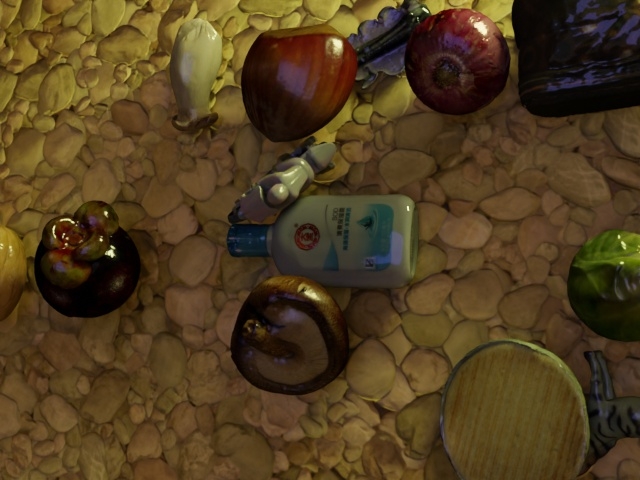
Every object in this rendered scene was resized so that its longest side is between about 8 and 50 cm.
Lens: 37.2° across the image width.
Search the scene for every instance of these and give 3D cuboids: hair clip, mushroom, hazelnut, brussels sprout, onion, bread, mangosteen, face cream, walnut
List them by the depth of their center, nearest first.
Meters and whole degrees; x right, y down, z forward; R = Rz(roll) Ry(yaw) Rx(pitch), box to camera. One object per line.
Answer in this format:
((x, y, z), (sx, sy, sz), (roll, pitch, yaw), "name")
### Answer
((0.461, 0.070, 1.425), (0.181, 0.144, 0.161), (-2, 71, 56), "brussels sprout")
((0.300, 0.282, 1.474), (0.267, 0.040, 0.267), (-8, 78, 41), "bread")
((0.224, -0.294, 1.568), (0.177, 0.153, 0.177), (1, 97, 10), "onion")
((-0.047, 0.154, 1.605), (0.231, 0.194, 0.138), (-53, 24, 33), "mushroom")
((0.000, 0.000, 1.645), (0.337, 0.080, 0.163), (1, 79, 21), "face cream")
((-0.041, -0.274, 1.655), (0.212, 0.181, 0.181), (14, 123, 46), "hazelnut")
((0.110, -0.346, 1.671), (0.195, 0.052, 0.124), (-33, 67, 19), "hair clip")
((-0.430, 0.042, 1.742), (0.210, 0.210, 0.210), (-3, 81, 21), "mangosteen")
((-0.234, -0.308, 1.778), (0.097, 0.088, 0.212), (1, 88, -11), "mushroom")
((-0.655, 0.067, 1.852), (0.159, 0.159, 0.206), (1, 82, 21), "walnut")

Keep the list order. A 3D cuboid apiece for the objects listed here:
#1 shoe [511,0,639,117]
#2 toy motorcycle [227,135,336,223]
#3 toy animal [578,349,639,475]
((0.484, -0.334, 1.458), (0.384, 0.171, 0.237), (-8, 84, 28), "shoe")
((-0.065, -0.097, 1.636), (0.225, 0.152, 0.073), (-38, 102, -4), "toy motorcycle")
((0.443, 0.244, 1.437), (0.255, 0.090, 0.170), (-31, 74, 34), "toy animal")
